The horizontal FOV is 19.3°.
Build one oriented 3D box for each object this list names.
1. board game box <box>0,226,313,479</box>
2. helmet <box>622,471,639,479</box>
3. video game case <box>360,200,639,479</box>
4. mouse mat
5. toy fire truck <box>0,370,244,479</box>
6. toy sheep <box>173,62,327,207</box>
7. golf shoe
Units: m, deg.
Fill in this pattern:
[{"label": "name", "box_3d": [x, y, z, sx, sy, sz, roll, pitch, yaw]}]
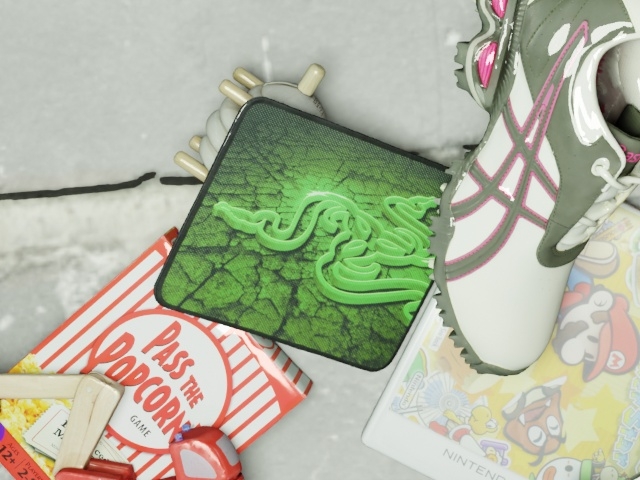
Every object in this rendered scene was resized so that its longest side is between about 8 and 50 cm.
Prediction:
[{"label": "board game box", "box_3d": [-0.125, 0.108, 1.287, 0.193, 0.045, 0.147, -42, 92, 10]}, {"label": "helmet", "box_3d": [0.232, 0.204, 1.179, 0.169, 0.161, 0.169, -1, 103, -3]}, {"label": "video game case", "box_3d": [0.167, 0.082, 1.261, 0.206, 0.026, 0.227, 27, 100, 2]}, {"label": "mouse mat", "box_3d": [0.000, 0.000, 1.224, 0.190, 0.007, 0.152, 19, 105, -31]}, {"label": "toy fire truck", "box_3d": [-0.153, 0.138, 1.246, 0.192, 0.047, 0.135, -14, 96, 8]}, {"label": "toy sheep", "box_3d": [-0.037, -0.063, 1.232, 0.091, 0.091, 0.132, 35, 118, 0]}, {"label": "golf shoe", "box_3d": [0.140, -0.035, 1.150, 0.120, 0.105, 0.272, 20, 114, 38]}]
